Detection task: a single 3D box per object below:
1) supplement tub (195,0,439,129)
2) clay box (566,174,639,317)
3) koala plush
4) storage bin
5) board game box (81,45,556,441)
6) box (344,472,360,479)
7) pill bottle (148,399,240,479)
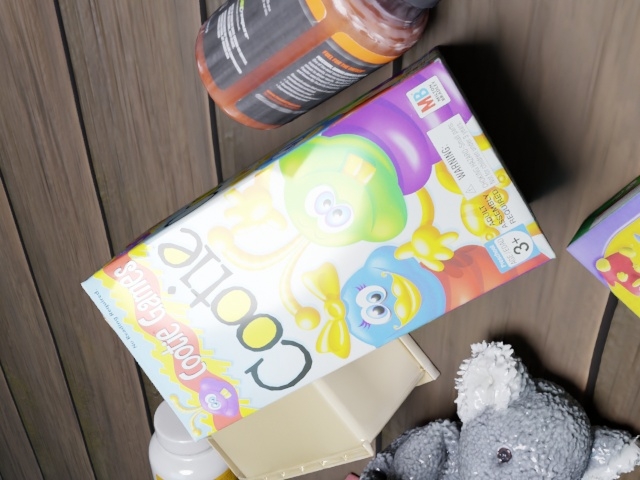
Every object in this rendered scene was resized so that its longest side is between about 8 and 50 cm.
[{"bbox_3d":[0.003,-0.159,0.521,0.198,0.106,0.106,-21,106,46],"label":"supplement tub"},{"bbox_3d":[0.289,0.038,0.473,0.222,0.053,0.127,44,138,5],"label":"clay box"},{"bbox_3d":[0.150,0.202,0.644,0.196,0.203,0.221,34,115,2],"label":"koala plush"},{"bbox_3d":[-0.069,0.107,0.763,0.262,0.123,0.260,51,138,-5],"label":"storage bin"},{"bbox_3d":[0.000,0.000,0.526,0.275,0.142,0.144,-30,100,16],"label":"board game box"},{"bbox_3d":[0.092,0.410,0.850,0.232,0.127,0.148,26,133,22],"label":"box"},{"bbox_3d":[-0.167,0.304,0.990,0.118,0.117,0.208,21,131,27],"label":"pill bottle"}]
